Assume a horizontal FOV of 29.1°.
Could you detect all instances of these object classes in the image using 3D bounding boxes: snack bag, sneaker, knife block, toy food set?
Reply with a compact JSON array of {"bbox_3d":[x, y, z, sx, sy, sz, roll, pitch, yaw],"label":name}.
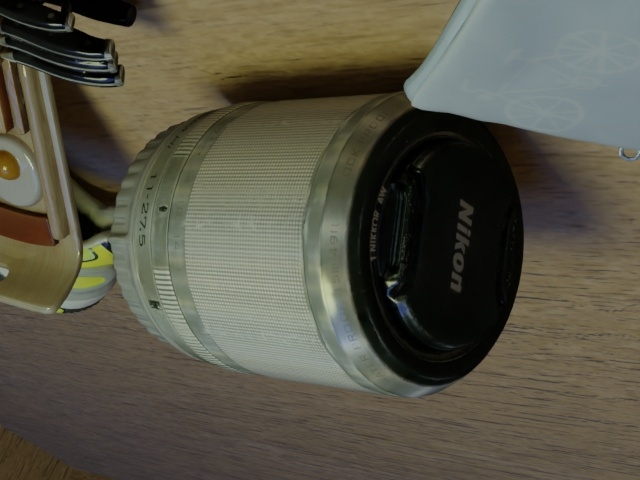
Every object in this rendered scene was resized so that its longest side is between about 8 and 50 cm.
[{"bbox_3d":[0.228,-0.102,0.600,0.342,0.037,0.323,9,164,-5],"label":"snack bag"},{"bbox_3d":[-0.373,-0.071,1.336,0.384,0.145,0.147,29,137,-18],"label":"sneaker"},{"bbox_3d":[-0.278,-0.193,0.967,0.242,0.088,0.275,36,155,-27],"label":"knife block"},{"bbox_3d":[-0.352,-0.087,1.147,0.219,0.092,0.306,13,126,25],"label":"toy food set"}]

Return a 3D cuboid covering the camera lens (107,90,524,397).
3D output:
[{"bbox_3d":[0.000,0.000,0.949,0.274,0.219,0.219,2,150,44],"label":"camera lens"}]
